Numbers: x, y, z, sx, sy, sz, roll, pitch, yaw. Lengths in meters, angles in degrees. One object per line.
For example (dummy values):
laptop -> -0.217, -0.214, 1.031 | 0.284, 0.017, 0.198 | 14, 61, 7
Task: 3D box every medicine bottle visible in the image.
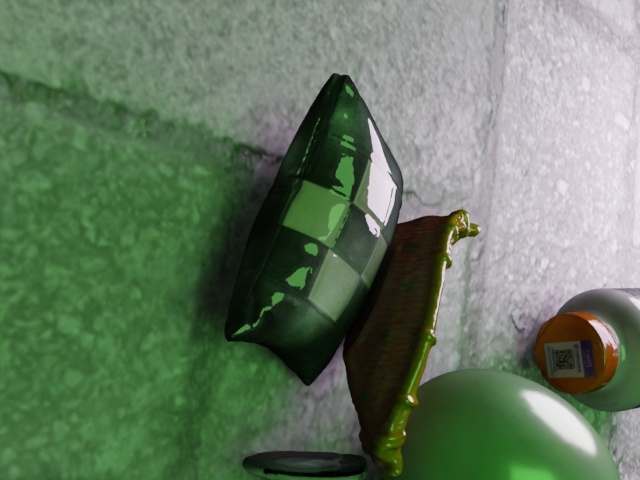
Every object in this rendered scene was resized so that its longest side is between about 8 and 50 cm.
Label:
medicine bottle -> 0.410, 0.141, 0.947 | 0.288, 0.157, 0.157 | 2, 87, -38

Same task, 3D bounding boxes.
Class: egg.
egg -> 0.180, 0.249, 0.725 | 0.269, 0.220, 0.220 | 37, 67, -25

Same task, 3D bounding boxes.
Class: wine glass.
wine glass -> -0.021, 0.313, 0.627 | 0.126, 0.126, 0.241 | 9, 80, -37

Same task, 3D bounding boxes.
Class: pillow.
pillow -> 0.000, 0.000, 0.655 | 0.250, 0.106, 0.186 | -67, 152, -16

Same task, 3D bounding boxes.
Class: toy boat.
toy boat -> 0.086, 0.069, 0.706 | 0.099, 0.141, 0.318 | 31, 51, -6
